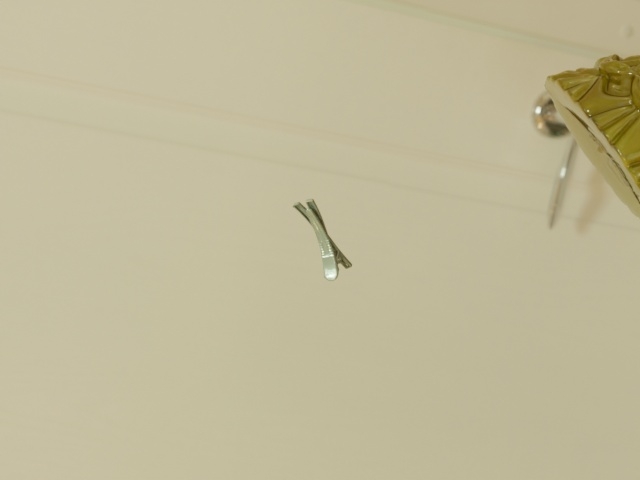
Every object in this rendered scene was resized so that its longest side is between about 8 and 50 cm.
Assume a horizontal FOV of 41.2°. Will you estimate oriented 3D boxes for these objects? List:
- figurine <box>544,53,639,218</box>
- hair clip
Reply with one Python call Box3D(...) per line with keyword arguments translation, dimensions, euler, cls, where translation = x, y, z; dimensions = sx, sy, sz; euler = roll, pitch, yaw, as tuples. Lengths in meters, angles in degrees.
Box3D(translation=(0.412, -0.174, 0.841), dimensions=(0.315, 0.168, 0.187), euler=(-34, 44, 10), cls="figurine")
Box3D(translation=(0.001, 0.000, 1.072), dimensions=(0.115, 0.030, 0.039), euler=(62, -156, -23), cls="hair clip")
